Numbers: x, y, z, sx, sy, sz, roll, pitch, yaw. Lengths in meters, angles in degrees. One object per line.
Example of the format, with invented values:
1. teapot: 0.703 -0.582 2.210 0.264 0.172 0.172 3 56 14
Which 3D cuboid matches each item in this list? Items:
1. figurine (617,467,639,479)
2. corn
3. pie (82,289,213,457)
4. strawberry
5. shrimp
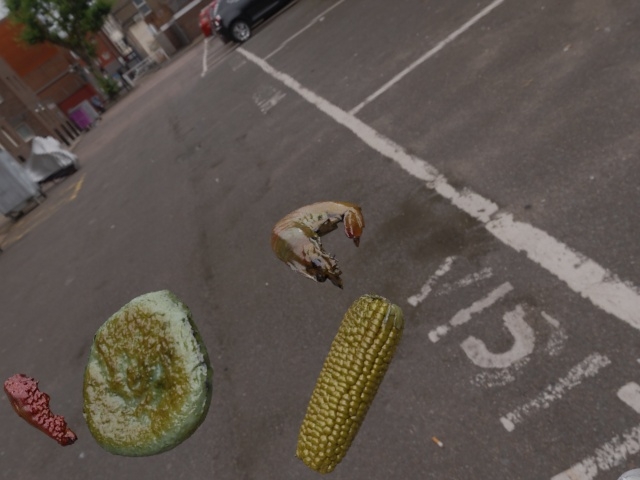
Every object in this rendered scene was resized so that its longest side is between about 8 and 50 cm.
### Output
1. figurine: 0.278 0.265 0.464 0.109 0.129 0.178 43 118 48
2. corn: 0.042 0.201 0.750 0.091 0.091 0.260 21 81 34
3. pie: -0.332 0.254 0.989 0.323 0.070 0.323 -10 68 25
4. strawberry: -0.440 0.266 0.812 0.152 0.104 0.048 39 54 23
5. shrimp: 0.000 0.000 0.750 0.150 0.068 0.249 -26 27 3
